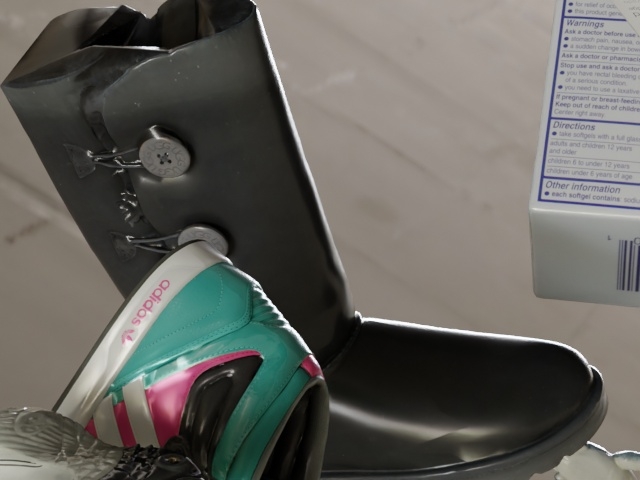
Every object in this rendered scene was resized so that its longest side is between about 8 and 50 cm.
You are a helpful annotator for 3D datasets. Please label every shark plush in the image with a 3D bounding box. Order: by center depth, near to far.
[{"bbox_3d":[0.228,0.207,1.667,0.161,0.073,0.067,19,-172,-11],"label":"shark plush"}]

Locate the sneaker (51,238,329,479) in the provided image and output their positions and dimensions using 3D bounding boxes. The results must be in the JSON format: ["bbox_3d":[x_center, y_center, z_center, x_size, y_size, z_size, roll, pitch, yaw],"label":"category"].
[{"bbox_3d":[-0.092,0.168,1.175,0.178,0.295,0.124,36,-170,20],"label":"sneaker"}]

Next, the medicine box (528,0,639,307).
[{"bbox_3d":[0.327,-0.094,1.570,0.263,0.149,0.289,5,-122,11],"label":"medicine box"}]

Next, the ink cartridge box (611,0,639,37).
[{"bbox_3d":[0.320,-0.169,1.292,0.158,0.092,0.218,-1,158,34],"label":"ink cartridge box"}]

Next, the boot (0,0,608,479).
[{"bbox_3d":[-0.002,0.001,1.427,0.146,0.367,0.445,-75,-32,-59],"label":"boot"}]

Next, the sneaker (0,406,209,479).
[{"bbox_3d":[-0.126,0.157,1.018,0.085,0.086,0.237,-16,-162,-32],"label":"sneaker"}]
